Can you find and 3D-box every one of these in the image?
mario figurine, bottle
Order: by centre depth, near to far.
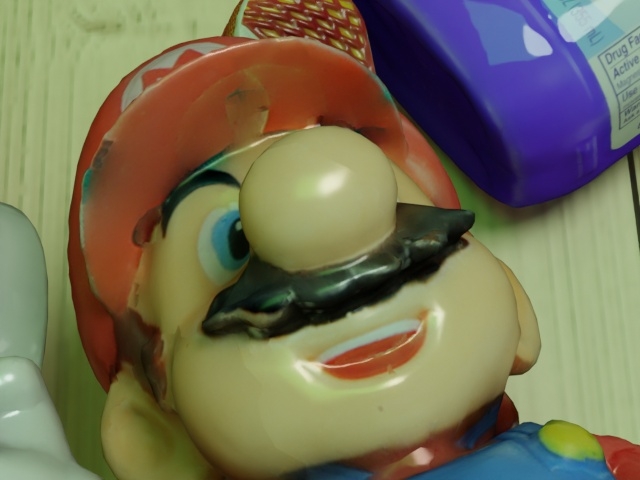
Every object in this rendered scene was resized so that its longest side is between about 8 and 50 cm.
[{"bbox_3d":[0.024,0.061,0.382,0.170,0.198,0.320,-52,51,28],"label":"mario figurine"},{"bbox_3d":[0.144,-0.131,0.577,0.283,0.092,0.118,-35,63,-9],"label":"bottle"}]

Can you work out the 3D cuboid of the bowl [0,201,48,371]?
[{"bbox_3d":[-0.174,0.025,0.497,0.156,0.289,0.290,16,59,-30],"label":"bowl"}]

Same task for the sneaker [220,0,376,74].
[{"bbox_3d":[0.000,0.000,0.561,0.064,0.067,0.175,-1,78,-13],"label":"sneaker"}]
